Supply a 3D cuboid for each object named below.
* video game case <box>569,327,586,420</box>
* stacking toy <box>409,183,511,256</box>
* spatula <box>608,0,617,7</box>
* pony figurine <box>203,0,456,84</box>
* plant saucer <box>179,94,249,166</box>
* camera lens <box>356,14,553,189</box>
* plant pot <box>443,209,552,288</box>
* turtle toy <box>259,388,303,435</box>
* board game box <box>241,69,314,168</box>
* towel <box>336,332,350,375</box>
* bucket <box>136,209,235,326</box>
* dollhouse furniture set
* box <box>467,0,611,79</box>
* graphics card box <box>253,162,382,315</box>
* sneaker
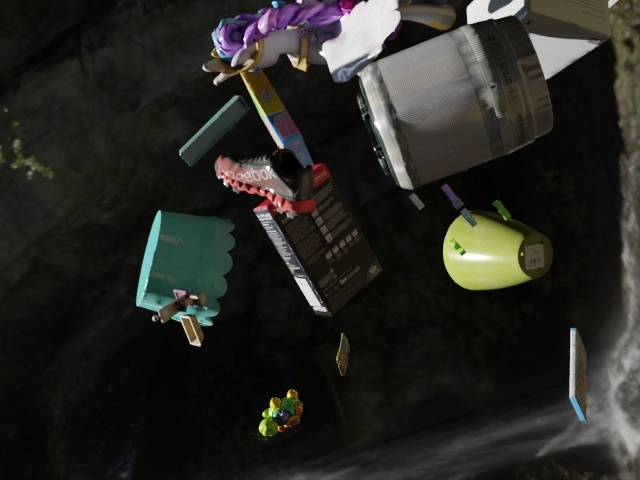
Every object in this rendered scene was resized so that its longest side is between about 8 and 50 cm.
[{"bbox_3d":[0.567,0.293,1.512,0.119,0.015,0.166,52,-139,-42],"label":"video game case"},{"bbox_3d":[0.352,-0.088,1.740,0.221,0.167,0.052,48,-172,-8],"label":"stacking toy"},{"bbox_3d":[0.718,-0.658,1.893,0.168,0.242,0.019,40,-147,-11],"label":"spatula"},{"bbox_3d":[0.031,-0.348,1.069,0.363,0.351,0.303,-10,-108,-37],"label":"pony figurine"},{"bbox_3d":[-0.243,-0.251,1.568,0.018,0.192,0.067,42,175,21],"label":"plant saucer"},{"bbox_3d":[0.211,-0.222,1.130,0.219,0.274,0.220,-20,-90,-81],"label":"camera lens"},{"bbox_3d":[0.592,0.039,2.211,0.274,0.293,0.275,-1,-87,-24],"label":"plant pot"},{"bbox_3d":[-0.093,0.420,1.644,0.130,0.095,0.066,-20,-129,-32],"label":"turtle toy"},{"bbox_3d":[-0.125,-0.356,2.131,0.317,0.064,0.242,60,178,28],"label":"board game box"},{"bbox_3d":[0.051,0.259,1.572,0.083,0.009,0.060,-74,-27,-48],"label":"towel"},{"bbox_3d":[-0.335,0.062,1.695,0.183,0.281,0.281,14,-127,-18],"label":"bucket"},{"bbox_3d":[-0.252,0.160,1.275,0.081,0.091,0.114,-36,-62,-42],"label":"dollhouse furniture set"},{"bbox_3d":[0.388,-0.395,1.243,0.180,0.182,0.119,8,-107,-21],"label":"box"},{"bbox_3d":[0.000,0.000,1.948,0.233,0.094,0.371,-41,-71,-29],"label":"graphics card box"},{"bbox_3d":[-0.122,-0.158,1.551,0.097,0.276,0.135,-27,-45,-50],"label":"sneaker"}]
